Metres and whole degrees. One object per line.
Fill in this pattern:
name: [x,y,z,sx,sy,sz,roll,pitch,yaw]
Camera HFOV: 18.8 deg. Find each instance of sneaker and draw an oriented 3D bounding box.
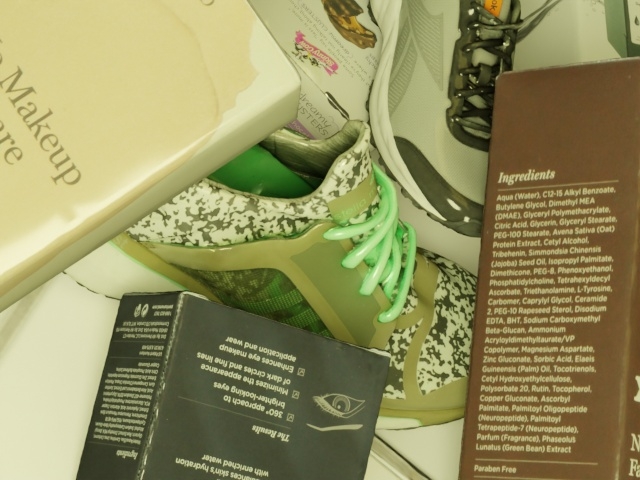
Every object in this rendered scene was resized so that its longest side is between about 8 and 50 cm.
sneaker: [0.098,-0.131,1.399,0.100,0.108,0.271,15,59,-37]
sneaker: [0.000,0.000,1.288,0.410,0.182,0.158,24,52,-26]

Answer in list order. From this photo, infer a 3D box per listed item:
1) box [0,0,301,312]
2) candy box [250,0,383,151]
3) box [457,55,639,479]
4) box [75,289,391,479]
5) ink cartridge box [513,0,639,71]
box: [-0.176,-0.053,1.106,0.311,0.121,0.148,-35,87,-5]
candy box: [0.010,-0.163,1.471,0.165,0.070,0.196,47,45,-7]
box: [0.210,0.082,1.335,0.191,0.143,0.381,16,75,-46]
box: [-0.057,0.126,1.196,0.156,0.093,0.158,19,78,-29]
ink cartridge box: [0.255,-0.131,1.611,0.211,0.121,0.289,20,54,-28]
